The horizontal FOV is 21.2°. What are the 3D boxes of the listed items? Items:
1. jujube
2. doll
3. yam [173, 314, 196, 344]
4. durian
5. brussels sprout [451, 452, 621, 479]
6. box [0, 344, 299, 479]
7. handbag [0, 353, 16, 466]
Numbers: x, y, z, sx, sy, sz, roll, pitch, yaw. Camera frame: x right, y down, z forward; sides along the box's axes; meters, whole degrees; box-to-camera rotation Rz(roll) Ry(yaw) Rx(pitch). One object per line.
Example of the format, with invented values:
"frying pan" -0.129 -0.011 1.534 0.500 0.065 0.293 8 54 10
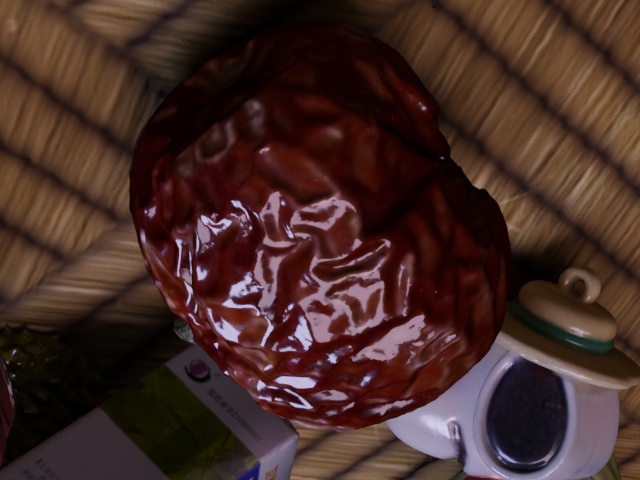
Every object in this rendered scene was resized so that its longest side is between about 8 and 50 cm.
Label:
"jujube" 0.000 0.000 1.004 0.213 0.213 0.232 -30 119 15
"doll" 0.149 0.172 1.225 0.208 0.271 0.144 -25 164 35
"yam" -0.014 0.052 1.168 0.179 0.078 0.078 19 128 -34
"durian" -0.201 0.138 1.175 0.119 0.108 0.187 -31 136 17
"brussels sprout" 0.164 0.280 1.376 0.210 0.219 0.271 3 111 -2
"box" -0.164 0.225 1.132 0.299 0.106 0.200 -34 153 -31
"handbag" -0.323 0.039 0.949 0.260 0.084 0.275 -20 101 1
